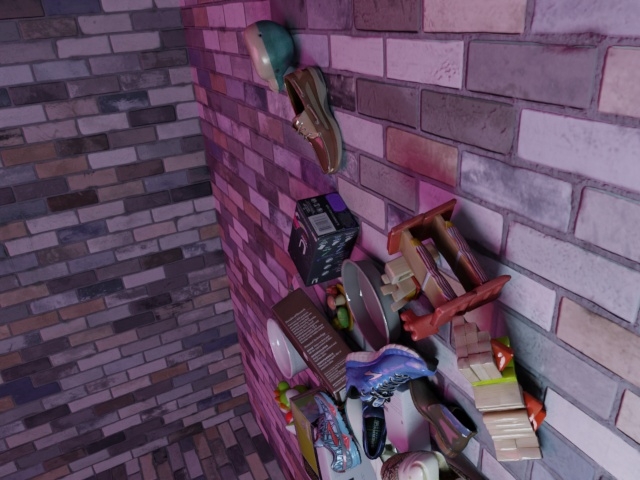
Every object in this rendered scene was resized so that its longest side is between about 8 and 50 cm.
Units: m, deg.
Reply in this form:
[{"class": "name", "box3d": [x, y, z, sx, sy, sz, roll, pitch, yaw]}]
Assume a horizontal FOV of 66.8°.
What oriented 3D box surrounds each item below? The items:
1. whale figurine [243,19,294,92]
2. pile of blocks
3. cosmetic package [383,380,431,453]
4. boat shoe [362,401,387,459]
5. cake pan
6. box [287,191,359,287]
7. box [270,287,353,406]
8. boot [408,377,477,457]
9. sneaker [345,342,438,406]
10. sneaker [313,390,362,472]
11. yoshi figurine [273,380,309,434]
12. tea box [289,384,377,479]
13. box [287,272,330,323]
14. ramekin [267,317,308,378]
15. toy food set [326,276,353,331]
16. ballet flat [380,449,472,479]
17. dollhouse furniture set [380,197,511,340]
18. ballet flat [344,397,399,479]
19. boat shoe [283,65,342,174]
[{"class": "whale figurine", "box3d": [-0.148, -0.587, 1.562, 0.272, 0.141, 0.216, 63, -174, -76]}, {"class": "pile of blocks", "box3d": [0.368, 0.291, 0.951, 0.362, 0.113, 0.149, 63, -153, -24]}, {"class": "cosmetic package", "box3d": [0.243, 0.496, 1.393, 0.117, 0.086, 0.231, 24, 125, 62]}, {"class": "boat shoe", "box3d": [0.177, 0.534, 1.486, 0.089, 0.109, 0.258, 67, -160, -73]}, {"class": "cake pan", "box3d": [0.145, 0.183, 1.401, 0.293, 0.054, 0.293, 160, 90, -76]}, {"class": "box", "box3d": [0.000, 0.000, 1.547, 0.165, 0.143, 0.270, 61, 155, 31]}, {"class": "box", "box3d": [-0.006, 0.367, 1.687, 0.381, 0.143, 0.191, 50, 164, 30]}, {"class": "boot", "box3d": [0.311, 0.422, 1.230, 0.106, 0.082, 0.219, -58, 47, 35]}, {"class": "sneaker", "box3d": [0.181, 0.366, 1.282, 0.330, 0.130, 0.147, -32, 38, 51]}, {"class": "sneaker", "box3d": [0.026, 0.613, 1.563, 0.261, 0.125, 0.104, 59, 165, 30]}, {"class": "yoshi figurine", "box3d": [-0.068, 0.784, 2.233, 0.362, 0.204, 0.203, 45, 169, 43]}, {"class": "tea box", "box3d": [0.060, 0.758, 1.814, 0.324, 0.220, 0.328, 20, 123, 62]}, {"class": "box", "box3d": [-0.042, 0.316, 1.969, 0.322, 0.059, 0.232, 64, 155, 26]}, {"class": "ramekin", "box3d": [-0.126, 0.457, 2.154, 0.277, 0.135, 0.277, 47, 145, 48]}, {"class": "toy food set", "box3d": [0.052, 0.223, 1.670, 0.128, 0.071, 0.217, 36, 136, 56]}, {"class": "ballet flat", "box3d": [0.318, 0.611, 1.146, 0.483, 0.164, 0.182, 22, 138, 51]}, {"class": "dollhouse furniture set", "box3d": [0.253, 0.099, 1.079, 0.374, 0.152, 0.201, 81, 163, -65]}, {"class": "ballet flat", "box3d": [0.212, 0.674, 1.561, 0.400, 0.139, 0.139, 68, 157, 5]}, {"class": "boat shoe", "box3d": [-0.029, -0.343, 1.419, 0.123, 0.117, 0.324, -25, 82, 67]}]
